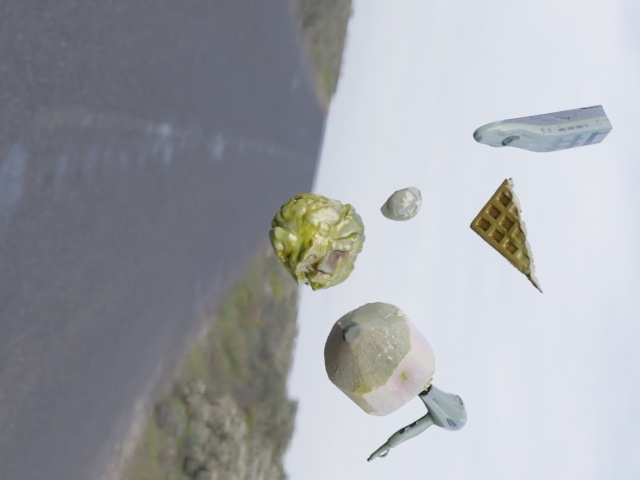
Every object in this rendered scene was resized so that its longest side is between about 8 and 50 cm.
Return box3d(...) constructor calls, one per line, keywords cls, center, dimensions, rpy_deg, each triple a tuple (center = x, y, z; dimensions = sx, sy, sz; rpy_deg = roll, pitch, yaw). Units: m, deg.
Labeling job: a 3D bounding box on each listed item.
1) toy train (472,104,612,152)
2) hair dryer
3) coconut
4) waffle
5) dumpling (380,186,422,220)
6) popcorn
box3d(cls="toy train", center=(0.342, -0.166, 1.912), dimensions=(0.051, 0.234, 0.052), rpy_deg=(66, -29, 24))
box3d(cls="hair dryer", center=(0.157, 0.311, 2.162), dimensions=(0.167, 0.199, 0.067), rpy_deg=(68, -1, -51))
box3d(cls="coconut", center=(0.079, 0.163, 1.747), dimensions=(0.152, 0.147, 0.147), rpy_deg=(50, 40, -48))
box3d(cls="waffle", center=(0.355, -0.012, 2.137), dimensions=(0.125, 0.191, 0.032), rpy_deg=(-52, 144, 7))
box3d(cls="dumpling", center=(0.155, -0.065, 2.281), dimensions=(0.059, 0.077, 0.043), rpy_deg=(60, -24, 17))
box3d(cls="popcorn", center=(0.000, 0.000, 1.472), dimensions=(0.116, 0.106, 0.120), rpy_deg=(-53, 125, -75))
